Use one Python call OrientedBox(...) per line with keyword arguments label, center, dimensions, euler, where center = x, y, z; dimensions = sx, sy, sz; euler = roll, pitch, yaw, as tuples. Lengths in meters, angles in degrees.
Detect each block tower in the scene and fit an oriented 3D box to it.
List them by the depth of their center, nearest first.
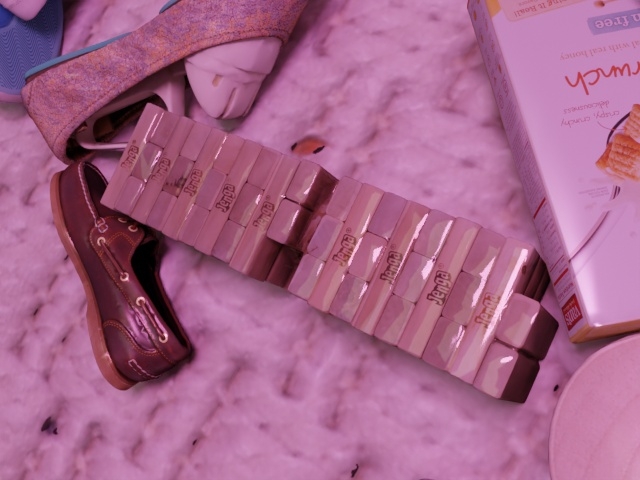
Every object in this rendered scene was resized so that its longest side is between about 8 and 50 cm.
OrientedBox(label="block tower", center=(0.000, 0.000, 0.525), dimensions=(0.335, 0.097, 0.091), euler=(24, 87, 28))

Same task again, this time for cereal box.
OrientedBox(label="cereal box", center=(0.201, -0.072, 0.437), dimensions=(0.173, 0.047, 0.240), euler=(-11, 69, -2))

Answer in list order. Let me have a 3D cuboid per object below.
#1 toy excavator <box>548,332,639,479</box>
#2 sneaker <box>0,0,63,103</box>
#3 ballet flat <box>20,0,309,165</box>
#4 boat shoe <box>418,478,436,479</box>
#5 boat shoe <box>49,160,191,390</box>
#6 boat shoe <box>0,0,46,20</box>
OrientedBox(label="toy excavator", center=(0.358, 0.179, 0.258), dimensions=(0.432, 0.222, 0.445), euler=(-28, 51, 18))
OrientedBox(label="sneaker", center=(-0.394, -0.268, 0.792), dimensions=(0.208, 0.127, 0.319), euler=(-22, 78, 38))
OrientedBox(label="ballet flat", center=(-0.119, -0.143, 0.632), dimensions=(0.316, 0.107, 0.106), euler=(-18, 89, 27))
OrientedBox(label="boat shoe", center=(0.141, 0.256, 0.372), dimensions=(0.105, 0.113, 0.306), euler=(-31, 67, 9))
OrientedBox(label="boat shoe", center=(-0.164, 0.018, 0.616), dimensions=(0.073, 0.073, 0.207), euler=(-29, 72, 15))
OrientedBox(label="boat shoe", center=(-0.238, -0.333, 0.739), dimensions=(0.098, 0.096, 0.277), euler=(14, 62, 45))
